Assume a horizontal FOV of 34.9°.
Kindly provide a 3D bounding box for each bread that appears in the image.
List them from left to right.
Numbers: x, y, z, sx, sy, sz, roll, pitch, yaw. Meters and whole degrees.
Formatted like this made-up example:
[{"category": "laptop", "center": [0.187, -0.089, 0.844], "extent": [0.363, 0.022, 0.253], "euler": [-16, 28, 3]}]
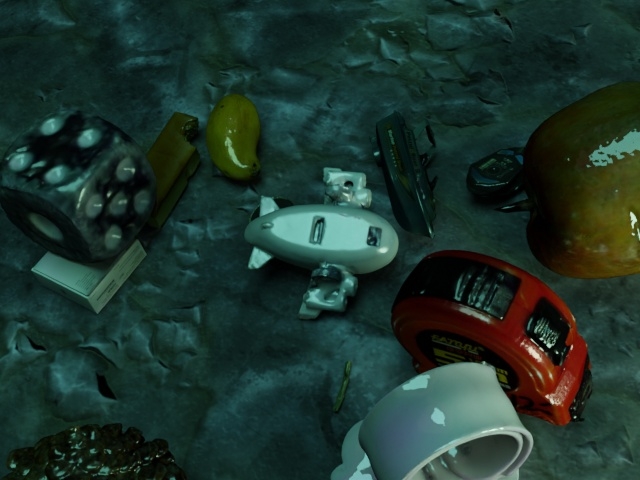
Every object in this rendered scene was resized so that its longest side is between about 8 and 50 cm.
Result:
[{"category": "bread", "center": [-0.264, -0.124, 1.753], "extent": [0.088, 0.049, 0.226], "euler": [13, 57, 23]}]

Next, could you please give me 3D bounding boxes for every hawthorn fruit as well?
[{"category": "hawthorn fruit", "center": [0.392, -0.068, 1.418], "extent": [0.301, 0.268, 0.268], "euler": [-16, 51, 14]}]

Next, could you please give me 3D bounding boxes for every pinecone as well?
[{"category": "pinecone", "center": [-0.286, 0.334, 1.314], "extent": [0.229, 0.201, 0.202], "euler": [-5, 48, 7]}]

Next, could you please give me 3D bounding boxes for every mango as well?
[{"category": "mango", "center": [-0.148, -0.177, 1.750], "extent": [0.098, 0.075, 0.190], "euler": [-15, 58, 10]}]

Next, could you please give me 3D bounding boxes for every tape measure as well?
[{"category": "tape measure", "center": [0.221, 0.119, 1.324], "extent": [0.253, 0.260, 0.114], "euler": [15, 61, 30]}]

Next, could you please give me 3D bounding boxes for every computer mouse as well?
[{"category": "computer mouse", "center": [0.285, -0.103, 1.600], "extent": [0.135, 0.047, 0.079], "euler": [-35, 45, -24]}]

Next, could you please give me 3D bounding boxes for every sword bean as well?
[{"category": "sword bean", "center": [0.032, 0.208, 1.449], "extent": [0.012, 0.012, 0.083], "euler": [5, 54, 18]}]

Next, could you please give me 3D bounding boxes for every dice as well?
[{"category": "dice", "center": [-0.381, -0.085, 1.604], "extent": [0.182, 0.181, 0.183], "euler": [20, 59, 26]}]

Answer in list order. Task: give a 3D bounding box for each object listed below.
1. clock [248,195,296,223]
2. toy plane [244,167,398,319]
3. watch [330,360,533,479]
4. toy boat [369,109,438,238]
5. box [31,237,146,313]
[{"category": "clock", "center": [-0.078, -0.039, 1.665], "extent": [0.083, 0.010, 0.074], "euler": [-36, 54, -14]}, {"category": "toy plane", "center": [0.000, 0.000, 1.555], "extent": [0.244, 0.117, 0.245], "euler": [-4, 70, 11]}, {"category": "watch", "center": [0.127, 0.255, 1.257], "extent": [0.248, 0.217, 0.211], "euler": [-22, 51, -4]}, {"category": "toy boat", "center": [0.146, -0.098, 1.601], "extent": [0.103, 0.093, 0.246], "euler": [-19, 50, 9]}, {"category": "box", "center": [-0.377, 0.034, 1.660], "extent": [0.129, 0.051, 0.130], "euler": [22, 60, 28]}]
